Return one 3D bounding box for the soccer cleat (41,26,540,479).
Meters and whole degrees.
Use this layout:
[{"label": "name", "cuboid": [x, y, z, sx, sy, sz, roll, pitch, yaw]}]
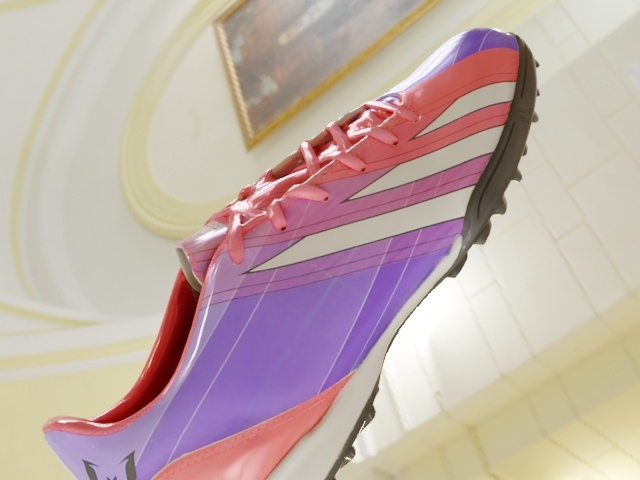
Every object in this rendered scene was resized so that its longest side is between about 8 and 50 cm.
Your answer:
[{"label": "soccer cleat", "cuboid": [0.000, 0.000, 0.437, 0.116, 0.318, 0.108, 36, 162, -12]}]
